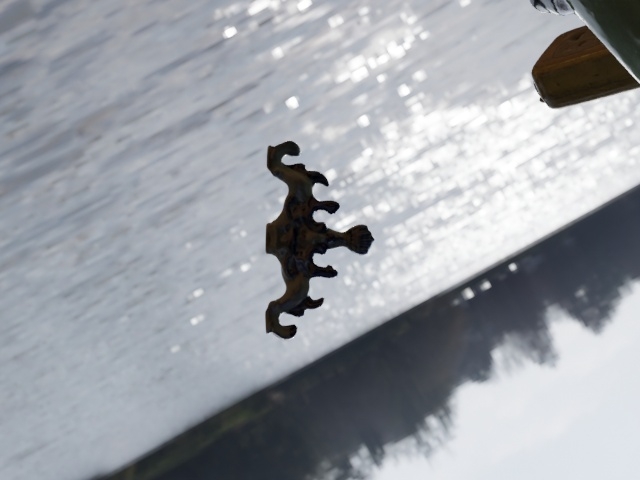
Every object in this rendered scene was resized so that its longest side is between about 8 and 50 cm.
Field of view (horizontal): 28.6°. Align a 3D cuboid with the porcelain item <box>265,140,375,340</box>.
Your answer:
[{"bbox_3d":[0.000,0.000,0.854,0.075,0.136,0.021,0,177,-2],"label":"porcelain item"}]

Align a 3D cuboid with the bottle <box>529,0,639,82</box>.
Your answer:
[{"bbox_3d":[0.190,-0.133,0.556,0.168,0.347,0.168,-46,170,-11],"label":"bottle"}]

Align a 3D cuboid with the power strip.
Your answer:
[{"bbox_3d":[0.263,-0.142,0.807,0.305,0.044,0.064,-12,-152,42],"label":"power strip"}]
